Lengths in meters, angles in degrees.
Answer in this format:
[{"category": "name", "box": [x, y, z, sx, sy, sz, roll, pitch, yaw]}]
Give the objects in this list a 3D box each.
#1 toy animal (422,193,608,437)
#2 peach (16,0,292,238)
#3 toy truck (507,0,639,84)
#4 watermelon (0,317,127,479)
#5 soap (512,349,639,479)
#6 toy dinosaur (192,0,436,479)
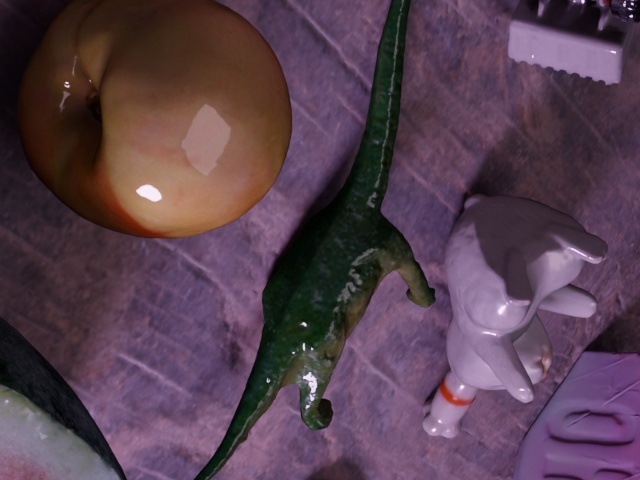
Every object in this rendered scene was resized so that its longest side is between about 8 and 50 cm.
[{"category": "toy animal", "box": [0.179, 0.085, 1.849, 0.140, 0.138, 0.282, -40, 145, -34]}, {"category": "peach", "box": [-0.105, -0.084, 1.289, 0.184, 0.184, 0.184, -34, 141, -33]}, {"category": "toy truck", "box": [0.222, -0.269, 1.617, 0.111, 0.136, 0.286, -57, 156, -43]}, {"category": "watermelon", "box": [-0.265, 0.183, 1.291, 0.258, 0.228, 0.387, -37, 138, -14]}, {"category": "soap", "box": [0.305, 0.287, 2.124, 0.109, 0.192, 0.324, 43, 55, -53]}, {"category": "toy dinosaur", "box": [0.000, 0.000, 1.586, 0.447, 0.087, 0.301, -51, 149, -23]}]
